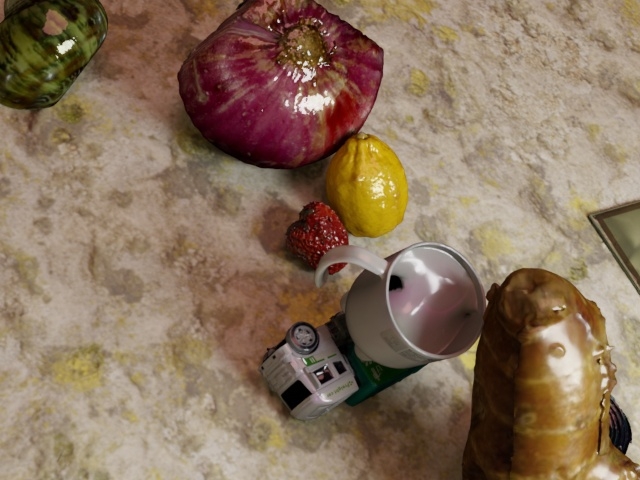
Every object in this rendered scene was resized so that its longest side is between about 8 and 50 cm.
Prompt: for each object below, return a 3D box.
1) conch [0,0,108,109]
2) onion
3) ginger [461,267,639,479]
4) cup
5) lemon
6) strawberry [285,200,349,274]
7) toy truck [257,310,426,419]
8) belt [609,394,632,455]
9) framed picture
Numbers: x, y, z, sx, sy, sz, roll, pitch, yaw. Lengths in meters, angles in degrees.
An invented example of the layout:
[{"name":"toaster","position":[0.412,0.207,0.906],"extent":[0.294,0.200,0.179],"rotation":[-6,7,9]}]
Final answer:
[{"name":"conch","position":[-0.381,-0.288,1.758],"extent":[0.187,0.124,0.181],"rotation":[-17,59,-20]},{"name":"onion","position":[-0.058,-0.209,1.758],"extent":[0.256,0.272,0.230],"rotation":[25,76,8]},{"name":"ginger","position":[0.275,0.227,1.449],"extent":[0.254,0.418,0.176],"rotation":[-4,14,-14]},{"name":"cup","position":[0.080,0.080,1.491],"extent":[0.173,0.142,0.134],"rotation":[3,75,-29]},{"name":"lemon","position":[0.062,-0.073,1.739],"extent":[0.114,0.155,0.114],"rotation":[-10,30,5]},{"name":"strawberry","position":[0.000,0.000,1.707],"extent":[0.096,0.083,0.083],"rotation":[51,47,-21]},{"name":"toy truck","position":[0.052,0.130,1.607],"extent":[0.253,0.114,0.124],"rotation":[-27,78,-32]},{"name":"belt","position":[0.287,0.246,1.619],"extent":[0.198,0.078,0.151],"rotation":[-9,60,-23]},{"name":"framed picture","position":[0.529,0.003,1.925],"extent":[0.231,0.010,0.173],"rotation":[-13,60,-27]}]
